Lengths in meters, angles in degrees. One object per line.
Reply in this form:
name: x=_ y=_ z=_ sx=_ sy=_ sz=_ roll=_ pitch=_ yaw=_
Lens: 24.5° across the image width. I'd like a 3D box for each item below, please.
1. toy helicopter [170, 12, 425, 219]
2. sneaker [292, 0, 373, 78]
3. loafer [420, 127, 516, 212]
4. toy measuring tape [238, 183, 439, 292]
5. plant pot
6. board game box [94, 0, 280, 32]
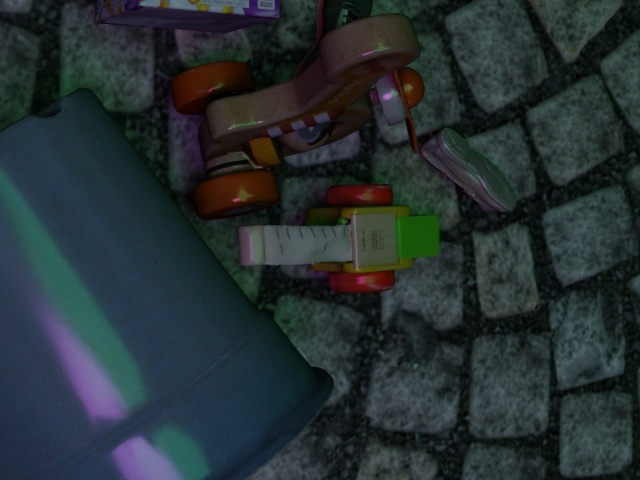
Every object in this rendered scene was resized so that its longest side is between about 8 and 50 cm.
toy helicopter: x=0.014 y=-0.131 z=1.345 sx=0.234 sy=0.355 sz=0.140 roll=-9 pitch=82 yaw=-20
sneaker: x=0.026 y=-0.208 z=1.507 sx=0.061 sy=0.065 sz=0.158 roll=22 pitch=82 yaw=-25
loafer: x=0.160 y=-0.072 z=1.597 sx=0.125 sy=0.039 sz=0.045 roll=42 pitch=41 yaw=-24
toy measuring tape: x=0.000 y=0.000 z=1.444 sx=0.330 sy=0.121 sz=0.121 roll=-4 pitch=94 yaw=-52
plant pot: x=-0.219 y=0.072 z=1.272 sx=0.341 sy=0.341 sz=0.334 roll=-34 pitch=97 yaw=-21
board game box: x=-0.125 y=-0.344 z=1.387 sx=0.142 sy=0.144 sz=0.275 roll=1 pitch=91 yaw=-25
